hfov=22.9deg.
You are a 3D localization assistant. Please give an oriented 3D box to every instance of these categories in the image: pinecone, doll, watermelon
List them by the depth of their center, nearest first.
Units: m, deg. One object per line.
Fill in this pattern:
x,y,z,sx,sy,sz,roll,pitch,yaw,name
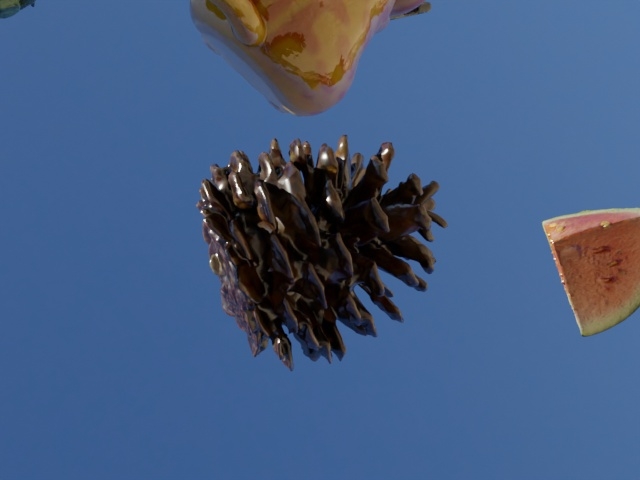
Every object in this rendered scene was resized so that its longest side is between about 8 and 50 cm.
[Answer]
0.006,0.000,1.085,0.165,0.163,0.163,-19,-102,-6,pinecone
0.007,-0.233,1.368,0.166,0.162,0.270,42,-114,-1,doll
0.246,0.004,1.415,0.094,0.135,0.125,17,-132,-34,watermelon

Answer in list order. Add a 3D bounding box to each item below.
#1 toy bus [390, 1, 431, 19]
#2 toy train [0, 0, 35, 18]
0.000,-0.392,1.657,0.162,0.194,0.324,-18,-71,-39,toy bus
-0.328,-0.266,1.255,0.238,0.299,0.167,-20,-107,-25,toy train
